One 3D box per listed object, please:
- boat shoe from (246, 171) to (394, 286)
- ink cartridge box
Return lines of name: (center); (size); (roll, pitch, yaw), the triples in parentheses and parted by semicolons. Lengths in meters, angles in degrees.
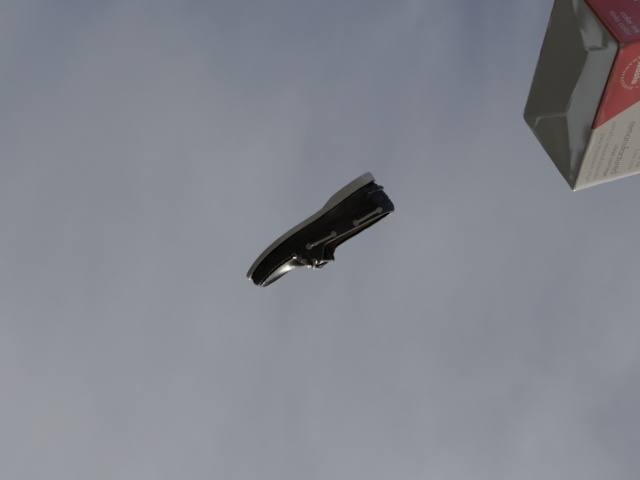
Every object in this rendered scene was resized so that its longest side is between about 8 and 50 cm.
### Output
boat shoe: (0.000, 0.000, 0.991); (0.125, 0.046, 0.038); (-38, -99, 5)
ink cartridge box: (0.225, -0.109, 0.741); (0.115, 0.198, 0.067); (96, -28, -51)
